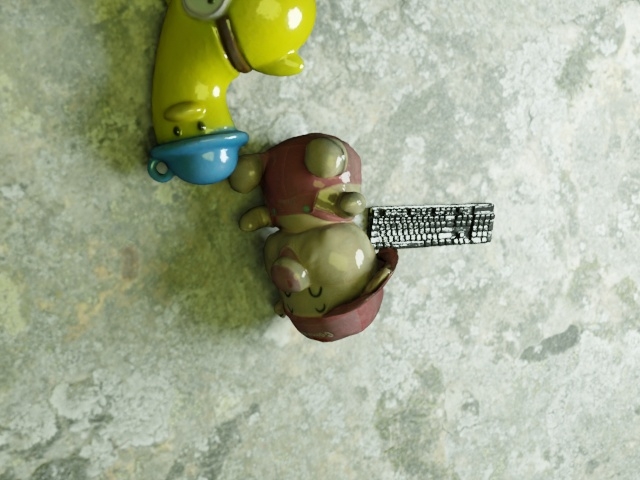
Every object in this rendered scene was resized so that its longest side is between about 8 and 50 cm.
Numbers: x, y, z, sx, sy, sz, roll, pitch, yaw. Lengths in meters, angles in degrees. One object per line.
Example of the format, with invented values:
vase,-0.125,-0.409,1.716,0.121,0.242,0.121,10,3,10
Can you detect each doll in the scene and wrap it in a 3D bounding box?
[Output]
doll,-0.003,0.001,1.471,0.152,0.196,0.255,-18,101,-23
doll,-0.112,-0.231,1.412,0.199,0.145,0.363,29,97,11

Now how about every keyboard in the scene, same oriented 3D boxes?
keyboard,0.150,-0.020,1.635,0.196,0.018,0.060,-4,104,-25
